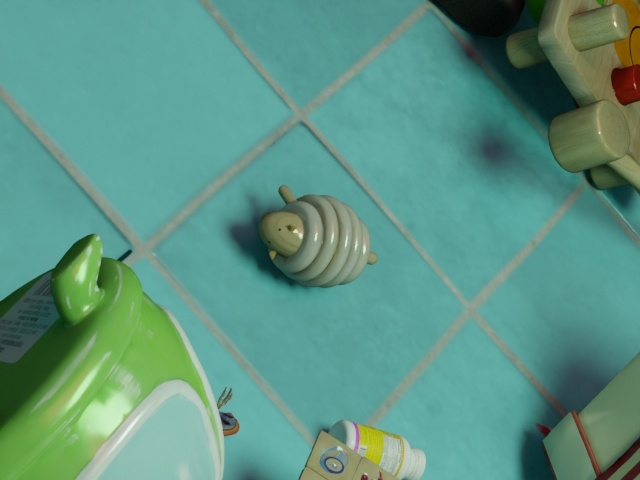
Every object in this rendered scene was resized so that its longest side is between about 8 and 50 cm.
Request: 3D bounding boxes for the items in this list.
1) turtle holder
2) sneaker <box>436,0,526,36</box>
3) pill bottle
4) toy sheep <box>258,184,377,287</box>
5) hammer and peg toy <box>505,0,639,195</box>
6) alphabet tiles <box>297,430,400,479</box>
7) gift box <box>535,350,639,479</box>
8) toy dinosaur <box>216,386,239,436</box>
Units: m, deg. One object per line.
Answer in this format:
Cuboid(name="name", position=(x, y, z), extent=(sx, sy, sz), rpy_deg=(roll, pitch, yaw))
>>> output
Cuboid(name="turtle holder", position=(-0.198, 0.169, 1.247), extent=(0.227, 0.243, 0.320), rpy_deg=(52, 35, -23))
Cuboid(name="sneaker", position=(0.116, -0.341, 1.875), extent=(0.270, 0.090, 0.145), rpy_deg=(39, 47, -16))
Cuboid(name="pill bottle", position=(0.047, 0.183, 1.547), extent=(0.083, 0.043, 0.043), rpy_deg=(19, 55, -27))
Cuboid(name="toy sheep", position=(0.000, 0.000, 1.594), extent=(0.132, 0.091, 0.091), rpy_deg=(11, 59, -37))
Cuboid(name="hammer and peg toy", position=(0.300, -0.160, 1.837), extent=(0.266, 0.127, 0.361), rpy_deg=(50, 43, -33))
Cuboid(name="alphabet tiles", position=(0.066, 0.279, 1.382), extent=(0.237, 0.009, 0.198), rpy_deg=(34, 45, -9))
Cuboid(name="gift box", position=(0.340, 0.214, 1.566), extent=(0.276, 0.258, 0.255), rpy_deg=(29, 25, -23))
Cuboid(name="toy dinosaur", position=(-0.105, 0.155, 1.471), extent=(0.082, 0.047, 0.090), rpy_deg=(25, 85, -34))
